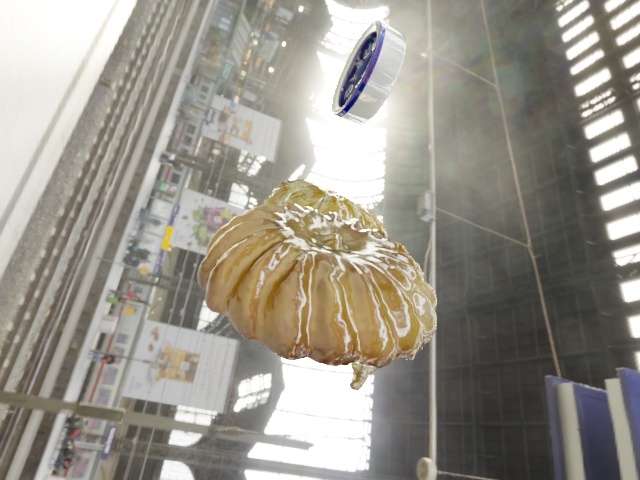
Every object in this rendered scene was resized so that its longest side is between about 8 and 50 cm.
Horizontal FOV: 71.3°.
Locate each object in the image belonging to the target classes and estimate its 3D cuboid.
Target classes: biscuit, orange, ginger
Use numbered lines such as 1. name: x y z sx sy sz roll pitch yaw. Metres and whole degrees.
1. biscuit: 0.004 0.036 0.600 0.326 0.326 0.107 -111 -146 -61
2. orange: 0.000 0.000 1.067 0.249 0.329 0.329 -56 -158 7
3. ginger: 0.060 0.170 0.624 0.030 0.097 0.048 7 -72 30

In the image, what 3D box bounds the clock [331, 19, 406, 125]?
1. clock: 0.110 -0.389 1.054 0.230 0.083 0.230 -54 -157 35
